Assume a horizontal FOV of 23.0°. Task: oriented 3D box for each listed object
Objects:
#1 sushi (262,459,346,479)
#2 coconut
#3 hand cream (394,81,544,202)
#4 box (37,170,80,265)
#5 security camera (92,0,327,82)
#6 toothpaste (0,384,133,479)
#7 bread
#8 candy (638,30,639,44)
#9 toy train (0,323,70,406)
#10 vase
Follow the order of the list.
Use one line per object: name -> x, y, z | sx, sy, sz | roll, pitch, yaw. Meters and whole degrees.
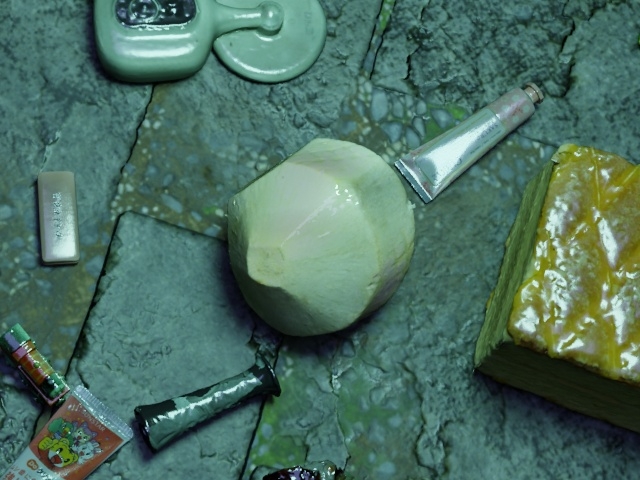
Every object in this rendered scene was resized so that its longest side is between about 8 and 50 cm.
sushi -> -0.018, 0.298, 1.807 | 0.094, 0.098, 0.084 | -6, 72, -6
coconut -> 0.000, 0.000, 1.846 | 0.197, 0.237, 0.237 | 10, 68, 27
hand cream -> 0.195, -0.133, 2.008 | 0.209, 0.043, 0.067 | -37, 82, -12
box -> -0.315, -0.027, 1.895 | 0.048, 0.025, 0.115 | -3, 74, -9
security camera -> -0.135, -0.277, 1.979 | 0.301, 0.080, 0.157 | -4, 73, -14
toothpaste -> -0.322, 0.273, 1.793 | 0.089, 0.057, 0.234 | 40, 62, 8
bread -> 0.357, 0.065, 1.885 | 0.279, 0.207, 0.279 | 17, 70, -3
candy -> 0.511, -0.356, 2.113 | 0.149, 0.069, 0.246 | 12, 73, -8
toy train -> -0.330, 0.146, 1.819 | 0.044, 0.064, 0.103 | -39, 83, -19
vase -> -0.132, 0.189, 1.842 | 0.167, 0.059, 0.059 | -23, 78, -16
